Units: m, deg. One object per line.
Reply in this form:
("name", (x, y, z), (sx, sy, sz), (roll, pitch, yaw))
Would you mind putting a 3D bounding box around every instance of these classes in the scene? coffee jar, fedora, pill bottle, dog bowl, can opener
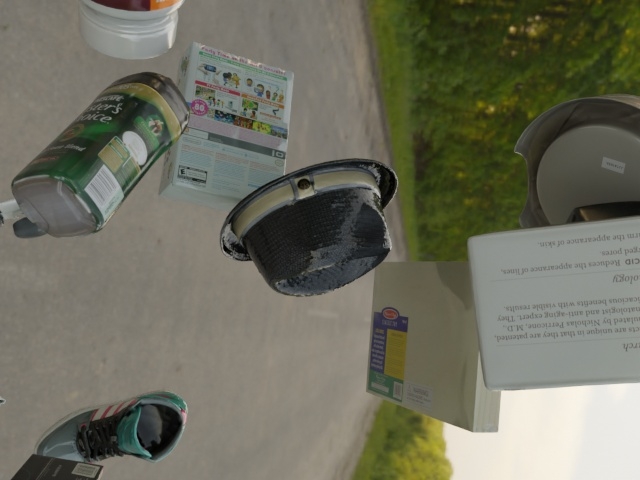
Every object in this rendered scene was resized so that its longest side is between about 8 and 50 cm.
("coffee jar", (-0.207, -0.089, 0.753), (0.079, 0.096, 0.184), (60, 41, -31))
("fedora", (0.000, 0.000, 1.338), (0.334, 0.334, 0.153), (80, -11, -66))
("pill bottle", (-0.343, -0.544, 1.395), (0.392, 0.224, 0.224), (106, -1, -45))
("dog bowl", (0.503, -0.092, 1.332), (0.102, 0.348, 0.349), (-32, 137, -39))
("can opener", (-0.683, -0.032, 1.597), (0.076, 0.283, 0.095), (99, -29, -66))

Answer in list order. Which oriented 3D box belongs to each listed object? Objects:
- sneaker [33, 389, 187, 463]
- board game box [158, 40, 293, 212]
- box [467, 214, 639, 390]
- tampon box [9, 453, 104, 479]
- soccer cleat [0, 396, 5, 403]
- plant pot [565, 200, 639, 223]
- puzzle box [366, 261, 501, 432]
("sneaker", (-0.377, 0.365, 1.439), (0.178, 0.295, 0.124), (-14, -86, 66))
("board game box", (-0.183, -0.216, 1.539), (0.097, 0.224, 0.303), (-28, -127, 61))
("box", (0.221, 0.043, 0.632), (0.181, 0.181, 0.119), (-7, 91, -75))
("tampon box", (-0.361, 0.385, 1.019), (0.120, 0.101, 0.161), (-130, -128, -83))
("soccer cleat", (-0.857, 0.429, 2.014), (0.083, 0.035, 0.029), (-43, 155, -72))
("plant pot", (0.450, 0.049, 1.177), (0.187, 0.167, 0.188), (-91, -165, -54))
("puzzle box", (0.196, 0.172, 1.398), (0.409, 0.052, 0.272), (178, -83, -69))
